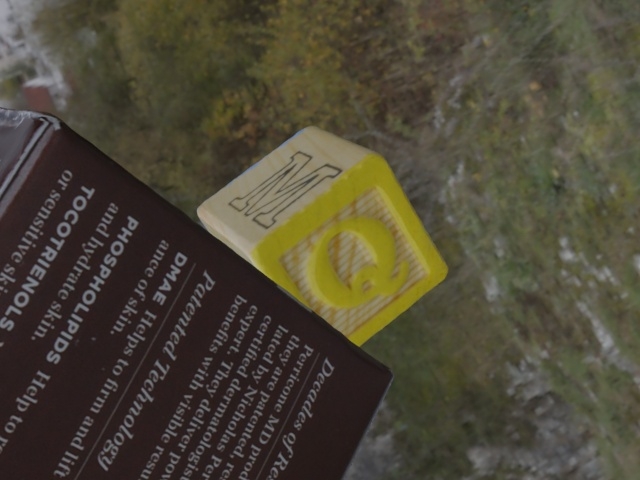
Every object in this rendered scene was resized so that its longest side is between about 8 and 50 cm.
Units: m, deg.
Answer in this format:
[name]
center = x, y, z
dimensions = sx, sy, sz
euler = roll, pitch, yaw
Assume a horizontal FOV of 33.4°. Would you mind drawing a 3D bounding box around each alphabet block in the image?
[alphabet block]
center = 0.000, 0.000, 1.280
dimensions = 0.192, 0.193, 0.197
euler = 56, 170, -26

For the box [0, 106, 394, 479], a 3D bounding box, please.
[box]
center = -0.116, 0.067, 0.446
dimensions = 0.168, 0.167, 0.203
euler = 10, 158, 48
